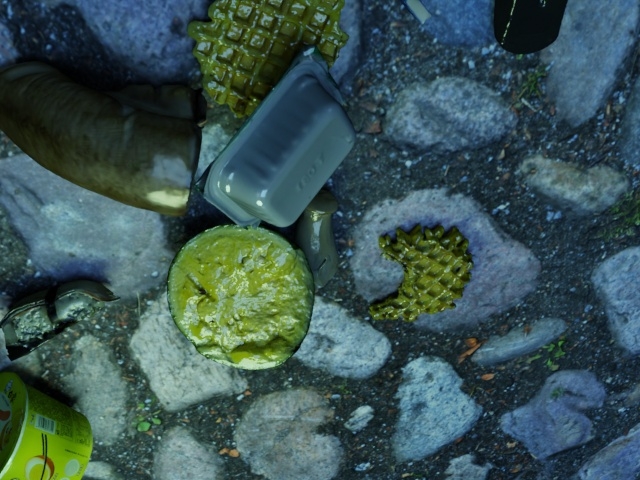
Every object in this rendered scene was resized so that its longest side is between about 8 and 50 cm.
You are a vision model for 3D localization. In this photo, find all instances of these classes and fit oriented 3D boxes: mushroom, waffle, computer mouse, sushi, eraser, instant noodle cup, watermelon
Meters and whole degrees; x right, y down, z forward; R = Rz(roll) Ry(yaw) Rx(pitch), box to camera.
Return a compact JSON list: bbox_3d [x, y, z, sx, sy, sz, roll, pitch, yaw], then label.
[{"bbox_3d":[-0.414,-0.175,1.305,0.398,0.313,0.224,9,119,-13],"label":"mushroom"},{"bbox_3d":[-0.083,-0.363,1.385,0.312,0.060,0.307,-29,128,10],"label":"waffle"},{"bbox_3d":[0.407,-0.487,1.396,0.138,0.086,0.269,-10,137,-13],"label":"computer mouse"},{"bbox_3d":[-0.010,0.004,1.654,0.108,0.096,0.246,-4,126,-2],"label":"mushroom"},{"bbox_3d":[-0.577,0.146,1.613,0.273,0.134,0.109,-28,100,16],"label":"sushi"},{"bbox_3d":[0.168,-0.446,1.367,0.027,0.084,0.063,-41,126,15],"label":"eraser"},{"bbox_3d":[-0.707,0.492,1.734,0.311,0.311,0.221,-38,134,15],"label":"instant noodle cup"},{"bbox_3d":[0.256,0.092,1.804,0.260,0.069,0.292,-5,128,-9],"label":"waffle"},{"bbox_3d":[-0.164,0.110,1.627,0.331,0.189,0.330,2,98,11],"label":"watermelon"}]

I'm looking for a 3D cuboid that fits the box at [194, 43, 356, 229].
[{"bbox_3d":[-0.050,-0.160,1.381,0.336,0.106,0.264,-53,154,-3],"label":"box"}]
